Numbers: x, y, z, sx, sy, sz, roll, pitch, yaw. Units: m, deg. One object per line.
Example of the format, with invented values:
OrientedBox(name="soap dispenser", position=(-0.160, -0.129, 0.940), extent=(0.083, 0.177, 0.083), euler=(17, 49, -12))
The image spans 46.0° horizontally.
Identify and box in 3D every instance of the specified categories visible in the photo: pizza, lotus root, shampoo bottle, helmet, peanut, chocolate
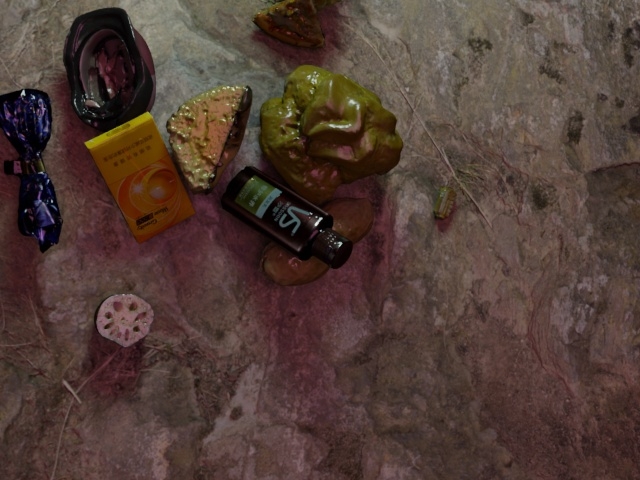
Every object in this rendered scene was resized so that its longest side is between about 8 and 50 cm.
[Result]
OrientedBox(name="pizza", position=(-0.047, -0.513, 1.751), extent=(0.185, 0.176, 0.036), euler=(23, 58, -24))
OrientedBox(name="lotus root", position=(-0.439, 0.172, 1.682), extent=(0.122, 0.081, 0.112), euler=(31, 80, -14))
OrientedBox(name="shampoo bottle", position=(-0.074, -0.046, 1.691), extent=(0.323, 0.084, 0.129), euler=(34, 81, 27))
OrientedBox(name="helmet", position=(-0.440, -0.357, 1.640), extent=(0.198, 0.154, 0.253), euler=(-3, 81, 21))
OrientedBox(name="peanut", position=(0.000, 0.000, 1.787), extent=(0.313, 0.149, 0.149), euler=(-39, 101, -16))
OrientedBox(name="chocolate", position=(-0.617, -0.143, 1.613), extent=(0.148, 0.126, 0.343), euler=(-6, 96, 22))

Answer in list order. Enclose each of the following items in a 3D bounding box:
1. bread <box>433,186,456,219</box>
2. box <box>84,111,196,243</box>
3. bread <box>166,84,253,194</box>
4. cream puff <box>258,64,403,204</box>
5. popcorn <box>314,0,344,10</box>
OrientedBox(name="bread", position=(0.317, -0.095, 1.932), extent=(0.049, 0.034, 0.088), euler=(16, 90, -31))
OrientedBox(name="box", position=(-0.387, -0.131, 1.647), extent=(0.152, 0.043, 0.269), euler=(-30, 130, -13))
OrientedBox(name="bread", position=(-0.255, -0.233, 1.679), extent=(0.163, 0.204, 0.262), euler=(24, 87, -4))
OrientedBox(name="cream puff", position=(0.017, -0.230, 1.719), extent=(0.323, 0.274, 0.270), euler=(40, 72, -11))
OrientedBox(name="popcorn", position=(0.001, -0.640, 1.753), extent=(0.212, 0.198, 0.198), euler=(-42, 102, -20))
